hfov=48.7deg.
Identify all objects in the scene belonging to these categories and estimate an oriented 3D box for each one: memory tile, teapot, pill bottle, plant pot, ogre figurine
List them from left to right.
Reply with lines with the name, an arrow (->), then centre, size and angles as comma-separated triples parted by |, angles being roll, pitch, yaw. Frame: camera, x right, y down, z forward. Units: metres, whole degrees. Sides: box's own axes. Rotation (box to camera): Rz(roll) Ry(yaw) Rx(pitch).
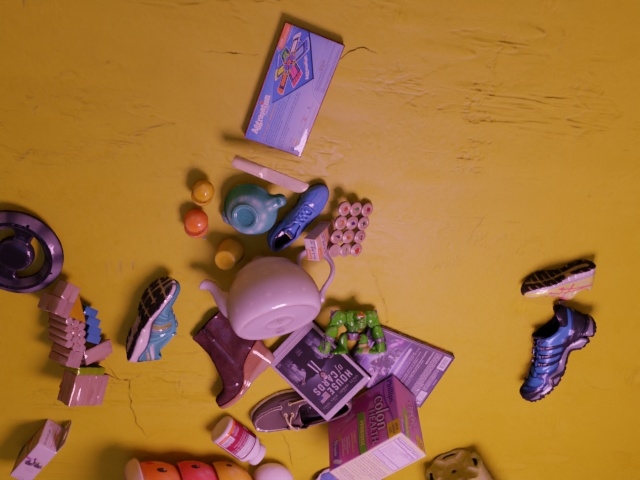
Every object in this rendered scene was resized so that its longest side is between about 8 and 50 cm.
pill bottle -> -0.234, 0.581, 2.042 | 0.086, 0.086, 0.152 | -42, 113, 15
teapot -> -0.124, 0.122, 1.776 | 0.256, 0.187, 0.252 | 10, 143, -46
memory tile -> 0.074, -0.027, 1.773 | 0.113, 0.012, 0.148 | 1, 110, -38
ogre figurine -> 0.087, 0.242, 1.879 | 0.196, 0.097, 0.118 | 0, 84, -5
plant pot -> 0.440, 0.783, 2.128 | 0.276, 0.276, 0.254 | -22, 104, 6

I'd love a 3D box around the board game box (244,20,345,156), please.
board game box -> -0.063, -0.344, 1.634 | 0.145, 0.027, 0.281 | 17, 113, -15

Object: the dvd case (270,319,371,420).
dvd case -> -0.006, 0.349, 1.927 | 0.238, 0.029, 0.179 | 44, 103, 3

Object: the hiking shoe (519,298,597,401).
hiking shoe -> 0.633, 0.310, 1.988 | 0.132, 0.113, 0.304 | 29, 103, -6

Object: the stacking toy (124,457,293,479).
stacking toy -> -0.310, 0.752, 2.051 | 0.479, 0.350, 0.351 | -11, 118, -21

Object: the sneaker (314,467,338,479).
sneaker -> 0.084, 0.742, 2.153 | 0.211, 0.081, 0.080 | 0, 118, -4

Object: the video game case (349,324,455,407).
video game case -> 0.215, 0.354, 2.006 | 0.274, 0.026, 0.196 | 24, 112, -15

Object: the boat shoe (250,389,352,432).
boat shoe -> -0.055, 0.482, 2.006 | 0.304, 0.091, 0.109 | -18, 116, 4

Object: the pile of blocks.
pile of blocks -> -0.644, 0.262, 1.853 | 0.112, 0.149, 0.362 | 12, 112, 37

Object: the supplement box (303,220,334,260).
supplement box -> 0.000, 0.000, 1.768 | 0.036, 0.098, 0.062 | 5, 122, 29

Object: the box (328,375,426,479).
box -> 0.149, 0.536, 1.966 | 0.243, 0.214, 0.117 | -34, 117, 20

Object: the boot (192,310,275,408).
boot -> -0.266, 0.325, 1.933 | 0.207, 0.090, 0.248 | 39, 112, -6

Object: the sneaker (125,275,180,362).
sneaker -> -0.422, 0.207, 1.850 | 0.109, 0.107, 0.275 | 11, 121, -32

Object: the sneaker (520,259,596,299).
sneaker -> 0.643, 0.127, 1.901 | 0.208, 0.081, 0.094 | -15, 119, 2

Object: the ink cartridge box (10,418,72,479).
ink cartridge box -> -0.779, 0.578, 1.980 | 0.061, 0.104, 0.181 | 38, 107, -21

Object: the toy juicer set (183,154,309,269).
toy juicer set -> -0.200, -0.097, 1.718 | 0.209, 0.089, 0.329 | 41, 115, -8

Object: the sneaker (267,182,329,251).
sneaker -> -0.051, -0.050, 1.751 | 0.069, 0.082, 0.209 | 40, 105, -19

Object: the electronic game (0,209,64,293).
electronic game -> -0.751, 0.030, 1.744 | 0.229, 0.048, 0.229 | -2, 118, -3
